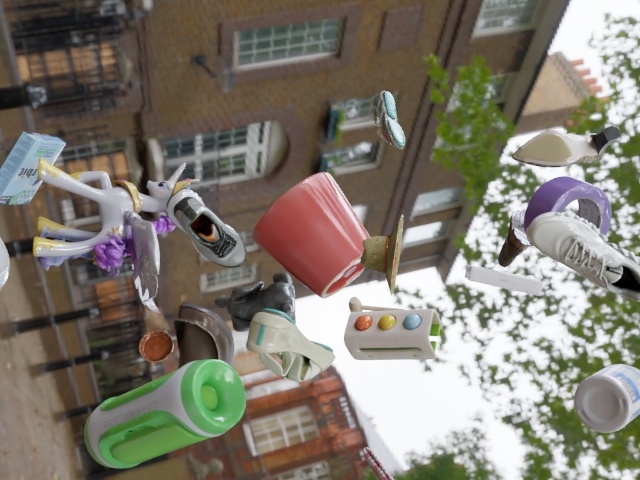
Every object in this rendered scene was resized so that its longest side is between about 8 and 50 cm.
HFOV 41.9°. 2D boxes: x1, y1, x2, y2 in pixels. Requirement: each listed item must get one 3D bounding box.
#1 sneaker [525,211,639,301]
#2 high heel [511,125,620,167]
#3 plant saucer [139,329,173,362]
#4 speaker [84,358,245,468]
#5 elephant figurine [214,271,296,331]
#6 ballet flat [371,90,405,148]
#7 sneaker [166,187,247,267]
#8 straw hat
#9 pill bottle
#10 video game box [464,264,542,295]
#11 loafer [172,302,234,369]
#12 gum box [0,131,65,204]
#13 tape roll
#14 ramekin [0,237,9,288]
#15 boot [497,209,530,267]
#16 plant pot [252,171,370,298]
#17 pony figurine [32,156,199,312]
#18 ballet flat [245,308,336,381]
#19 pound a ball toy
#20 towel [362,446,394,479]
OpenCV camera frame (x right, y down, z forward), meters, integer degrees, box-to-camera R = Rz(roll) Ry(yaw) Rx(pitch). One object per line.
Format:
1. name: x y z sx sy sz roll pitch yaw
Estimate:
1. sneaker: 0.569 0.035 1.749 0.110 0.292 0.118 -62 -177 20
2. high heel: 0.582 -0.212 2.050 0.186 0.261 0.093 85 -8 -82
3. plant saucer: -0.402 0.261 2.052 0.013 0.083 0.083 91 -19 -60
4. speaker: -0.261 0.288 1.371 0.296 0.131 0.131 -27 -108 36
5. elephant figurine: -0.192 0.186 2.342 0.186 0.239 0.169 83 2 -56
6. ballet flat: 0.184 -0.321 2.312 0.068 0.072 0.213 -34 -132 32
7. sneaker: -0.257 -0.007 1.969 0.108 0.100 0.271 42 -4 43
8. straw hat: 0.097 0.021 1.373 0.144 0.061 0.144 7 90 -81
9. pill bottle: 0.649 0.340 1.839 0.124 0.221 0.124 1 -88 35
10. video game box: 0.524 0.113 2.417 0.187 0.205 0.048 -20 122 -83
11. loafer: -0.287 0.311 2.062 0.130 0.134 0.366 -56 146 -44
12. gum box: -0.709 -0.172 2.016 0.041 0.184 0.157 36 8 5
13. tape roll: 0.568 -0.049 1.922 0.080 0.189 0.189 -140 -139 -58
14. ramekin: -0.638 0.023 1.373 0.273 0.127 0.273 45 10 -10
15. boot: 0.558 -0.008 2.428 0.106 0.082 0.219 -57 180 31
16. plant pot: 0.000 0.000 2.177 0.243 0.275 0.275 48 -24 13
17. pony figurine: -0.464 -0.020 1.926 0.303 0.364 0.351 145 -53 -71
18. ballet flat: -0.047 0.183 1.333 0.248 0.086 0.086 44 19 -56
19. pound a ball toy: 0.205 0.247 2.568 0.135 0.319 0.208 61 35 -41
20. towel: 0.144 0.522 1.709 0.144 0.029 0.197 67 -10 -20
